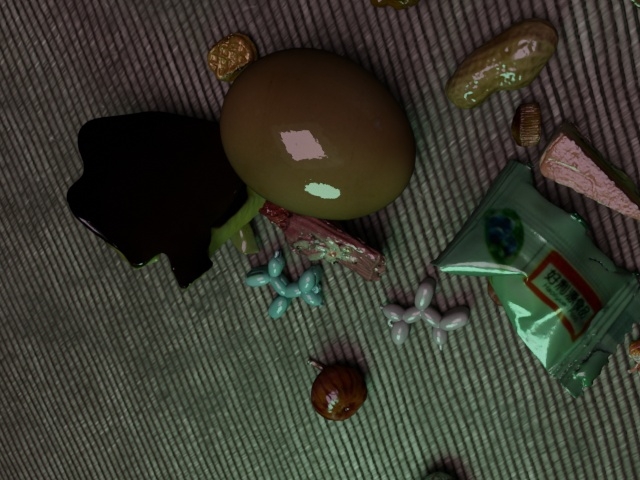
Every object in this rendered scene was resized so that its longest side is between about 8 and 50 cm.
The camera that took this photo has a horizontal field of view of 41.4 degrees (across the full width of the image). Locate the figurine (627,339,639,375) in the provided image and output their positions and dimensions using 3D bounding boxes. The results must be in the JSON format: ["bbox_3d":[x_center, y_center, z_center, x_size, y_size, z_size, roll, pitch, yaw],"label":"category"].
[{"bbox_3d":[0.634,0.243,1.667,0.064,0.047,0.109,-18,113,16],"label":"figurine"}]

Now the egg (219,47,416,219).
[{"bbox_3d":[-0.003,-0.194,1.569,0.374,0.301,0.301,21,116,0],"label":"egg"}]

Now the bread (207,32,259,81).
[{"bbox_3d":[-0.177,-0.369,1.703,0.111,0.044,0.083,-26,99,28],"label":"bread"}]

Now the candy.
[{"bbox_3d":[0.428,0.074,1.596,0.398,0.172,0.263,43,94,-10],"label":"candy"}]

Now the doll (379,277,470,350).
[{"bbox_3d":[0.209,0.160,1.771,0.161,0.059,0.160,38,116,1],"label":"doll"}]

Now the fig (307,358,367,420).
[{"bbox_3d":[0.029,0.335,1.873,0.150,0.128,0.128,3,114,48],"label":"fig"}]

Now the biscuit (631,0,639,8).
[{"bbox_3d":[0.602,-0.498,1.387,0.278,0.043,0.301,7,112,16],"label":"biscuit"}]

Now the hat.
[{"bbox_3d":[0.000,0.000,1.700,0.286,0.237,0.107,30,76,6],"label":"hat"}]

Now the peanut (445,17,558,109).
[{"bbox_3d":[0.325,-0.313,1.524,0.226,0.095,0.108,-29,95,27],"label":"peanut"}]

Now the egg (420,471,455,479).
[{"bbox_3d":[0.259,0.595,1.882,0.132,0.132,0.172,11,106,15],"label":"egg"}]

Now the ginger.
[{"bbox_3d":[-0.309,-0.069,1.744,0.413,0.211,0.358,15,71,-4],"label":"ginger"}]

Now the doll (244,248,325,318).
[{"bbox_3d":[-0.066,0.097,1.839,0.158,0.059,0.159,-38,94,27],"label":"doll"}]

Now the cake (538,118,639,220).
[{"bbox_3d":[0.493,-0.108,1.539,0.225,0.109,0.090,43,117,0],"label":"cake"}]

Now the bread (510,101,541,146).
[{"bbox_3d":[0.376,-0.213,1.554,0.053,0.085,0.085,0,110,12],"label":"bread"}]

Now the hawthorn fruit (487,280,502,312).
[{"bbox_3d":[0.360,0.109,1.700,0.067,0.067,0.103,24,129,9],"label":"hawthorn fruit"}]

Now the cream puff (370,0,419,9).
[{"bbox_3d":[0.126,-0.478,1.519,0.146,0.116,0.146,7,116,15],"label":"cream puff"}]
